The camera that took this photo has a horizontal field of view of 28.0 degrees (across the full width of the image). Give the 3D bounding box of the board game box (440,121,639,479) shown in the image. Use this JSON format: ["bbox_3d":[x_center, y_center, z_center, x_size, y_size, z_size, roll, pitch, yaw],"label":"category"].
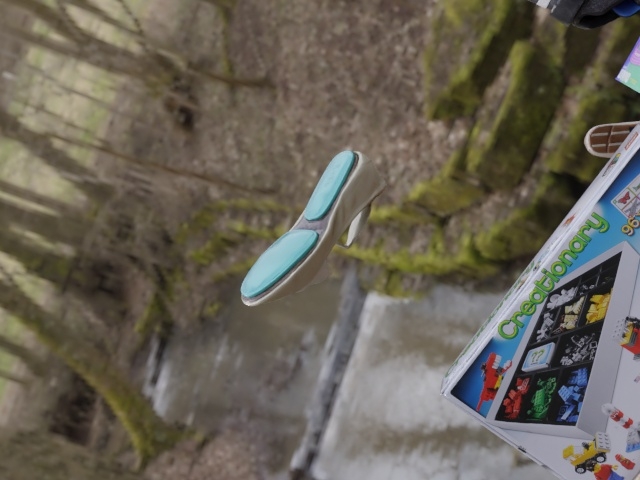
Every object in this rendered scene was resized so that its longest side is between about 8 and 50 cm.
[{"bbox_3d":[0.274,0.072,1.161,0.305,0.193,0.053,-54,2,17],"label":"board game box"}]

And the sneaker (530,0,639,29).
[{"bbox_3d":[0.247,-0.256,1.083,0.217,0.121,0.079,-48,-6,-21],"label":"sneaker"}]

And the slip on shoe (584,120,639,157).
[{"bbox_3d":[0.385,-0.118,1.543,0.041,0.135,0.051,49,-142,-85],"label":"slip on shoe"}]

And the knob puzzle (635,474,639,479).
[{"bbox_3d":[0.393,0.201,1.368,0.213,0.213,0.030,-69,-20,4],"label":"knob puzzle"}]

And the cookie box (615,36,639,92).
[{"bbox_3d":[0.304,-0.168,1.086,0.107,0.040,0.092,-62,12,13],"label":"cookie box"}]

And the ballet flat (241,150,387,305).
[{"bbox_3d":[0.000,0.000,1.586,0.248,0.086,0.086,-54,9,-18],"label":"ballet flat"}]
